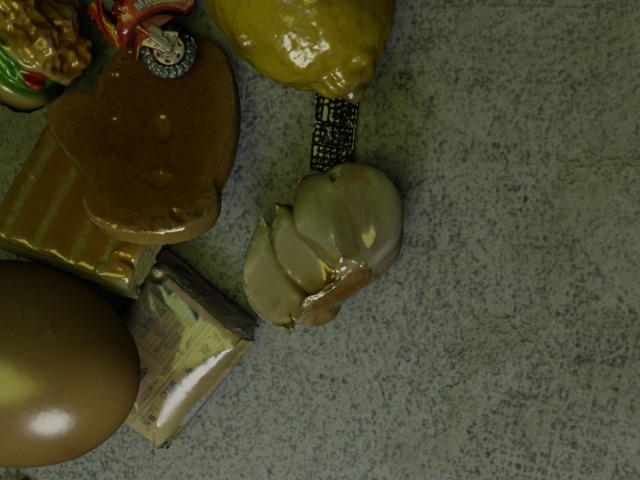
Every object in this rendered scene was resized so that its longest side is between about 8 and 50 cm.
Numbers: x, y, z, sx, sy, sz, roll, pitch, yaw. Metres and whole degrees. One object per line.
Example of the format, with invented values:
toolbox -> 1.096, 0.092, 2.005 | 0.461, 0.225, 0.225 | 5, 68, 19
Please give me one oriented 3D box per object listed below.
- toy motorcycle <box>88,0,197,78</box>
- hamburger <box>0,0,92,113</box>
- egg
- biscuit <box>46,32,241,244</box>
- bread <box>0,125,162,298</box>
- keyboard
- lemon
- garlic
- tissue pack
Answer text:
toy motorcycle -> -0.253, -0.388, 1.575 | 0.171, 0.089, 0.298 | 3, 87, 4
hamburger -> -0.437, -0.318, 1.601 | 0.149, 0.237, 0.237 | -32, 94, 19
egg -> -0.444, 0.180, 1.569 | 0.373, 0.301, 0.301 | 6, 104, 10
biscuit -> -0.264, -0.157, 1.590 | 0.287, 0.057, 0.344 | 3, 69, 4
bread -> -0.339, -0.059, 1.640 | 0.239, 0.111, 0.246 | 21, 68, 4
keyboard -> 0.024, -0.213, 1.610 | 0.072, 0.023, 0.231 | 10, 105, 14
lemon -> -0.033, -0.357, 1.467 | 0.285, 0.285, 0.316 | -1, 118, 14
garlic -> 0.014, -0.005, 1.591 | 0.281, 0.184, 0.203 | -51, 61, 38
tissue pack -> -0.254, 0.177, 1.720 | 0.215, 0.123, 0.257 | 40, 110, 1
